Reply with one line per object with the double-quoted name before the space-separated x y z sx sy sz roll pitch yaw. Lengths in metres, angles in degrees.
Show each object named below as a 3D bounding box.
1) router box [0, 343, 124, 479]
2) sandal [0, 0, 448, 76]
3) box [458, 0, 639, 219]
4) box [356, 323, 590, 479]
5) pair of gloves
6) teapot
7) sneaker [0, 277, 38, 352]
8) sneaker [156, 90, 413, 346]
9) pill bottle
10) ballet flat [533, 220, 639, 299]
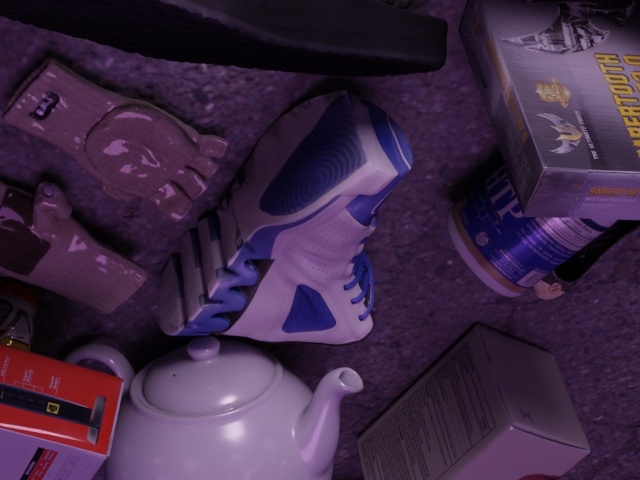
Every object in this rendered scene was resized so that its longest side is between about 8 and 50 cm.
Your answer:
"router box" -0.379 0.194 1.223 0.301 0.082 0.335 19 143 -16
"sandal" -0.069 -0.188 0.936 0.167 0.107 0.445 1 -179 36
"box" 0.230 -0.117 1.068 0.183 0.231 0.056 2 137 -14
"box" 0.166 0.232 1.457 0.126 0.149 0.232 22 126 -31
"pair of gloves" -0.220 -0.044 1.168 0.204 0.042 0.240 24 123 -28
"teapot" -0.113 0.184 1.308 0.256 0.252 0.187 -17 115 -19
"sneaker" -0.360 0.133 1.272 0.088 0.093 0.225 23 126 -33
"sneaker" -0.001 0.001 1.220 0.182 0.128 0.315 19 134 -33
"pill bottle" 0.221 -0.041 1.225 0.112 0.112 0.186 30 121 -35
"ballet flat" 0.277 0.004 1.327 0.057 0.049 0.173 19 127 -28
